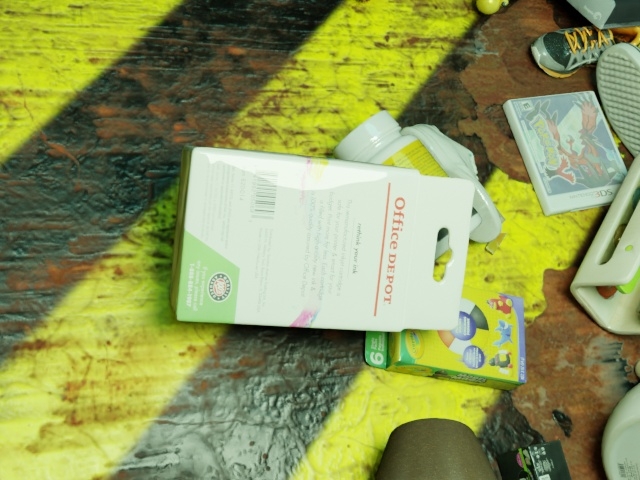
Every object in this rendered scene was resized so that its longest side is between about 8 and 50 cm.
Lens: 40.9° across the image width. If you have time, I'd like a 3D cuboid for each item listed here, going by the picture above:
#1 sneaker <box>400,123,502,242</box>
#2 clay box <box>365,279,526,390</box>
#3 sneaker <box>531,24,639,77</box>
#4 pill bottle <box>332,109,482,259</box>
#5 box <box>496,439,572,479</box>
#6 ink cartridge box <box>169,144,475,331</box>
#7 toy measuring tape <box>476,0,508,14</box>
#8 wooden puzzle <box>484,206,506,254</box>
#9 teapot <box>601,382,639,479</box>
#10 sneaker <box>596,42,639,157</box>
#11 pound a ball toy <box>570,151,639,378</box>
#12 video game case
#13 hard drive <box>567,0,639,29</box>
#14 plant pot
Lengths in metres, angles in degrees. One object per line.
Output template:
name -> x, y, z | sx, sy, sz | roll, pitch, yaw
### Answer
sneaker -> 0.208, -0.095, 1.270 | 0.094, 0.080, 0.212 | -23, 71, -43
clay box -> 0.173, 0.124, 1.180 | 0.222, 0.053, 0.127 | 12, 64, -17
sneaker -> 0.454, -0.336, 1.463 | 0.215, 0.083, 0.084 | -12, 75, -23
pill bottle -> 0.118, -0.072, 1.202 | 0.119, 0.119, 0.208 | -35, 85, -29
box -> 0.281, 0.302, 1.129 | 0.052, 0.083, 0.062 | -6, 72, -22
ink cartridge box -> 0.000, 0.000, 1.073 | 0.354, 0.119, 0.207 | 5, 95, -15
toy measuring tape -> 0.356, -0.514, 1.449 | 0.121, 0.121, 0.330 | 32, 73, -6
wooden puzzle -> 0.240, -0.041, 1.297 | 0.116, 0.014, 0.078 | 47, 60, 3
teapot -> 0.520, 0.275, 1.163 | 0.252, 0.256, 0.187 | 40, 43, 14
sneaker -> 0.582, -0.194, 1.432 | 0.127, 0.126, 0.321 | -29, 92, -24
pound a ball toy -> 0.502, 0.043, 1.309 | 0.208, 0.136, 0.319 | 45, 64, -24
video game case -> 0.408, -0.146, 1.400 | 0.183, 0.023, 0.201 | -10, 73, -25
hard drive -> 0.480, -0.464, 1.497 | 0.172, 0.054, 0.254 | -10, 51, -24
plant pot -> 0.137, 0.336, 1.009 | 0.215, 0.215, 0.230 | 13, 50, -16
